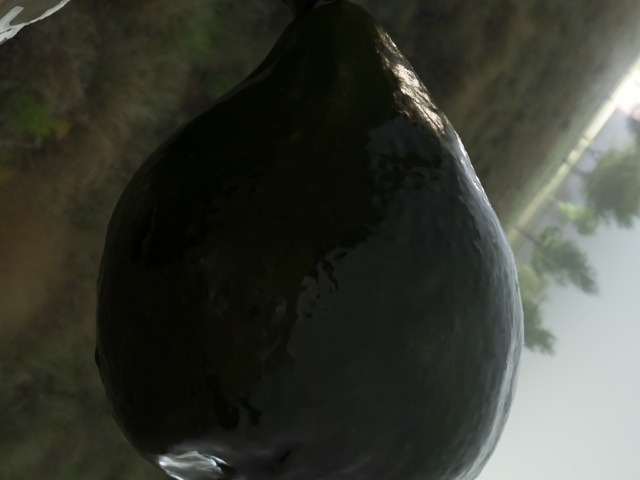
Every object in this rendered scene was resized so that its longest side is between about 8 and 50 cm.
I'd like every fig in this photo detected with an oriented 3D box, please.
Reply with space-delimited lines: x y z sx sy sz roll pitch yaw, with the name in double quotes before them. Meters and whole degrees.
"fig" 0.000 0.000 0.518 0.195 0.195 0.245 12 88 -80

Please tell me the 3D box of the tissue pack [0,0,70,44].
"tissue pack" -0.140 -0.261 0.481 0.375 0.195 0.390 -38 126 -56
